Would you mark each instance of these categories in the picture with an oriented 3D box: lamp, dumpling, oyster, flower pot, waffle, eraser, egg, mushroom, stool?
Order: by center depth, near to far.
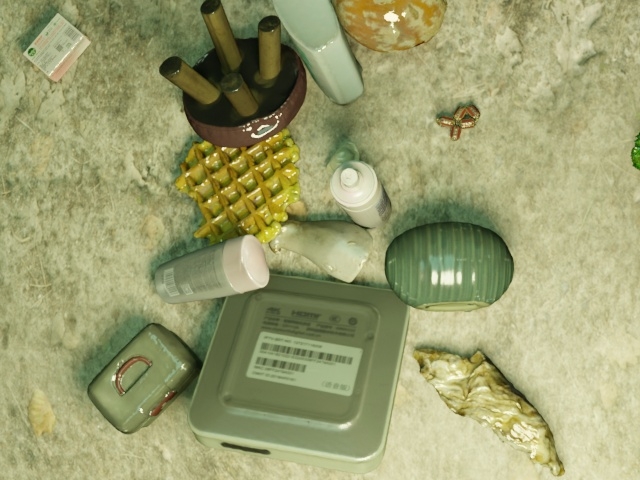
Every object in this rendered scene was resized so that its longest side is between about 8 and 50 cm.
[{"bbox_3d":[0.323,0.302,1.681,0.110,0.166,0.341,-50,59,8],"label":"oyster"},{"bbox_3d":[0.243,0.053,1.699,0.243,0.189,0.157,-1,73,0],"label":"flower pot"},{"bbox_3d":[-0.001,-0.397,1.772,0.104,0.290,0.189,-27,74,6],"label":"eraser"},{"bbox_3d":[0.137,-0.471,1.804,0.233,0.195,0.195,-4,79,-15],"label":"egg"},{"bbox_3d":[0.000,0.000,1.804,0.225,0.093,0.116,23,75,17],"label":"mushroom"},{"bbox_3d":[-0.175,-0.341,1.818,0.272,0.178,0.272,-7,60,13],"label":"stool"},{"bbox_3d":[0.285,-0.246,1.828,0.083,0.031,0.063,-37,78,-1],"label":"lamp"},{"bbox_3d":[-0.175,-0.120,1.850,0.281,0.058,0.301,-12,67,17],"label":"waffle"},{"bbox_3d":[0.050,-0.163,1.851,0.059,0.043,0.077,42,86,-8],"label":"dumpling"}]

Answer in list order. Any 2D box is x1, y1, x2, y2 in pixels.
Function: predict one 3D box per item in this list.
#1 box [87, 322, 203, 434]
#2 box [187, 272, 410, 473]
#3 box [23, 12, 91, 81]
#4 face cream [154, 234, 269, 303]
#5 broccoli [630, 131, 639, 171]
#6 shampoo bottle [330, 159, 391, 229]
[{"bbox_3d":[-0.349,0.277,1.805,0.148,0.129,0.210,44,91,14],"label":"box"},{"bbox_3d":[-0.033,0.234,1.699,0.367,0.090,0.373,7,54,10],"label":"box"},{"bbox_3d":[-0.589,-0.431,2.010,0.089,0.043,0.125,42,90,14],"label":"box"},{"bbox_3d":[-0.218,0.065,1.779,0.269,0.073,0.107,-16,94,40],"label":"face cream"},{"bbox_3d":[0.702,-0.164,1.610,0.297,0.297,0.298,4,96,38],"label":"broccoli"},{"bbox_3d":[0.076,-0.087,1.697,0.092,0.303,0.092,-1,82,10],"label":"shampoo bottle"}]
